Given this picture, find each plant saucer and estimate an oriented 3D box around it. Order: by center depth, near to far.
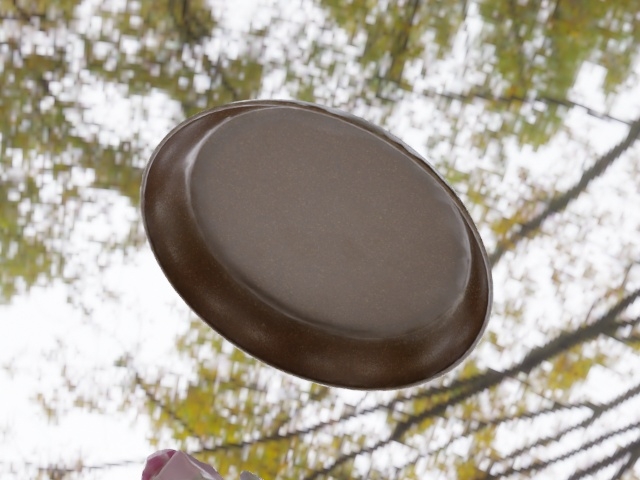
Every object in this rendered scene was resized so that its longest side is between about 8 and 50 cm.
[{"bbox_3d":[0.000,0.000,1.300,0.310,0.310,0.050,23,-134,8],"label":"plant saucer"}]

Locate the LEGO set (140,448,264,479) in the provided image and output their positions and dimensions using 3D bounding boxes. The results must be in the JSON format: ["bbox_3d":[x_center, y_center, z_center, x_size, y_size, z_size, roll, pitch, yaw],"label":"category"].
[{"bbox_3d":[-0.118,0.199,0.600,0.287,0.132,0.107,-43,-140,-3],"label":"LEGO set"}]
